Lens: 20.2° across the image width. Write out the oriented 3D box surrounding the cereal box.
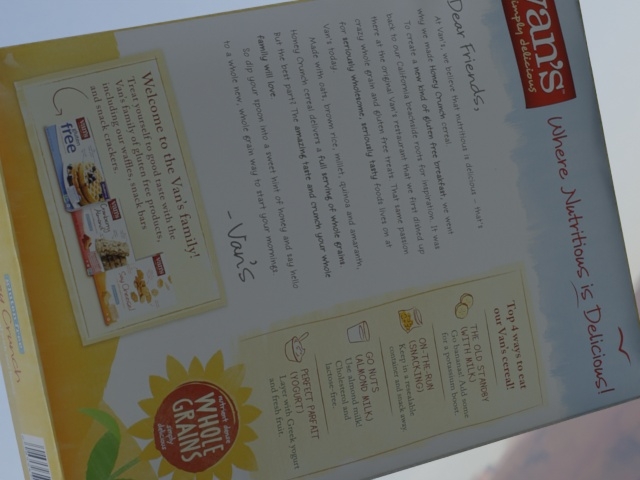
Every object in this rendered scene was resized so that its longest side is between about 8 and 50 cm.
[{"bbox_3d":[0.000,0.000,0.644,0.240,0.173,0.047,-12,4,-28],"label":"cereal box"}]
